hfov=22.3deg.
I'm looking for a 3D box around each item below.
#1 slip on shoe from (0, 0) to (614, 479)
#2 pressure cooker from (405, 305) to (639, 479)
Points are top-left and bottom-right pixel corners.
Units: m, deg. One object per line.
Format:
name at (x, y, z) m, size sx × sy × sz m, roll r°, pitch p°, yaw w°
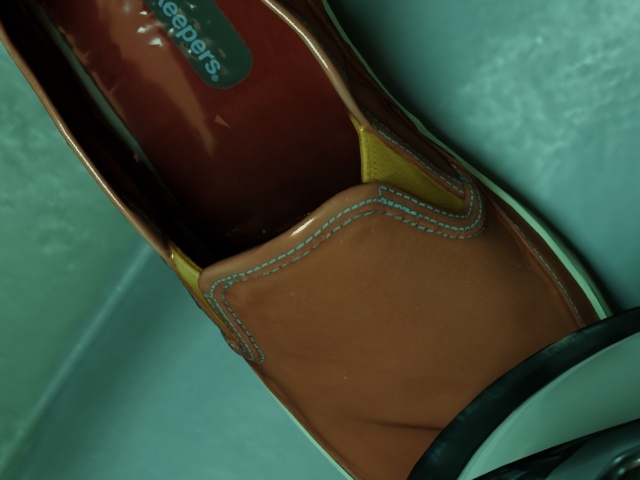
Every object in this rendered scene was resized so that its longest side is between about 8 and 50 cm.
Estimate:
slip on shoe at (0.000, 0.000, 0.540) m, size 0.123 × 0.101 × 0.331 m, roll -32°, pitch 105°, yaw 19°
pressure cooker at (0.169, 0.202, 0.424) m, size 0.375 × 0.370 × 0.420 m, roll 25°, pitch 128°, yaw 34°
